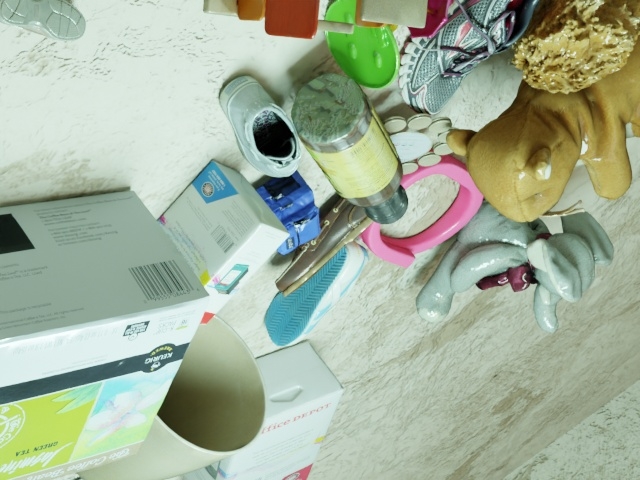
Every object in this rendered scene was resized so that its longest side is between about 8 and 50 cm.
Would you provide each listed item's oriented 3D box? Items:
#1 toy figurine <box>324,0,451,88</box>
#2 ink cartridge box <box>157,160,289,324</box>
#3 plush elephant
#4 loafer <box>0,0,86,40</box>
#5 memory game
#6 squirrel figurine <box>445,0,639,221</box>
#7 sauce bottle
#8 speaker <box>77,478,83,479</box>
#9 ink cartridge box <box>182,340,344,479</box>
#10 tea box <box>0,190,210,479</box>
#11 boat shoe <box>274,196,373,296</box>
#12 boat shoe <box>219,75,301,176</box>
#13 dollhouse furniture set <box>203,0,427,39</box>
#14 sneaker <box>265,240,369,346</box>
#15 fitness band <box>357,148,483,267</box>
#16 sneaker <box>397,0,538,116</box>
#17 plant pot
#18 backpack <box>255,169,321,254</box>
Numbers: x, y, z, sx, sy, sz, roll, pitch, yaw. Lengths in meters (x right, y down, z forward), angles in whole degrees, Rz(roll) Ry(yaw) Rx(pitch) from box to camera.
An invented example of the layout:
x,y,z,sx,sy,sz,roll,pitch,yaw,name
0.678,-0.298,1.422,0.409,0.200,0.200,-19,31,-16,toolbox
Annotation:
x,y,z,sx,sy,sz,roll,pitch,yaw,name
0.102,-0.311,1.663,0.159,0.130,0.173,-36,133,-31,toy figurine
-0.171,0.021,1.764,0.231,0.134,0.078,-46,151,14,ink cartridge box
0.381,0.042,2.269,0.272,0.255,0.330,-24,144,-47,plush elephant
-0.308,-0.243,1.351,0.125,0.039,0.045,5,96,-55,loafer
0.123,-0.144,1.915,0.186,0.012,0.186,-9,156,-4,memory game
0.359,-0.225,1.876,0.370,0.281,0.397,-33,134,-28,squirrel figurine
0.056,-0.114,1.804,0.111,0.111,0.344,-38,152,-1,sauce bottle
-0.369,0.420,2.179,0.136,0.055,0.055,-21,146,-28,speaker
-0.109,0.350,2.296,0.226,0.131,0.306,-17,143,-33,ink cartridge box
-0.371,0.137,1.613,0.329,0.220,0.323,-11,141,-40,tea box
0.000,0.000,1.999,0.207,0.073,0.073,-43,-178,0,boat shoe
-0.069,-0.135,1.715,0.079,0.081,0.227,-38,150,-2,boat shoe
-0.020,-0.345,1.337,0.135,0.262,0.259,-3,101,-44,dollhouse furniture set
-0.004,0.093,2.103,0.092,0.087,0.228,5,131,-54,sneaker
0.169,-0.053,2.128,0.209,0.054,0.291,-47,151,13,fitness band
0.213,-0.290,1.784,0.121,0.112,0.299,-10,143,-43,sneaker
-0.265,0.269,1.927,0.256,0.256,0.274,1,147,-49,plant pot
-0.066,-0.033,1.845,0.120,0.101,0.098,-26,142,-14,backpack
